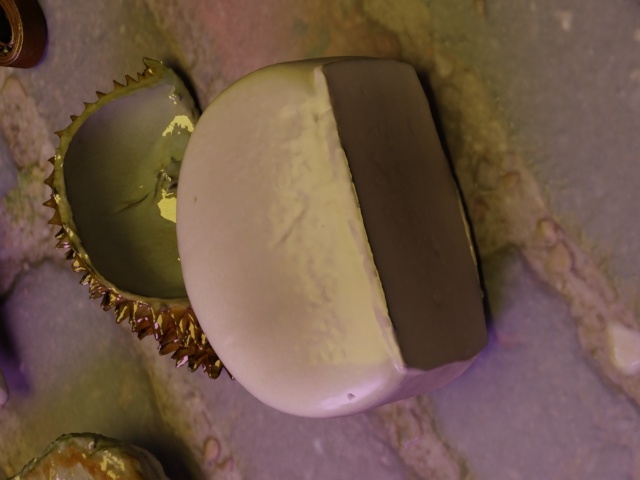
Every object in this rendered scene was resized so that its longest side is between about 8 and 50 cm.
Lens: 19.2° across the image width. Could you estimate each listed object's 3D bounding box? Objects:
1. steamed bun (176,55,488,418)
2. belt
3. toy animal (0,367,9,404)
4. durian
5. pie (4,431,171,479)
[{"bbox_3d":[0.000,0.000,1.292,0.164,0.146,0.242,-20,83,36],"label":"steamed bun"},{"bbox_3d":[-0.259,-0.180,1.559,0.059,0.036,0.083,-47,66,25],"label":"belt"},{"bbox_3d":[-0.384,0.033,1.630,0.308,0.188,0.266,0,74,53],"label":"toy animal"},{"bbox_3d":[-0.127,-0.009,1.429,0.139,0.144,0.252,-31,68,14],"label":"durian"},{"bbox_3d":[-0.187,0.270,1.510,0.248,0.090,0.201,-39,72,33],"label":"pie"}]
